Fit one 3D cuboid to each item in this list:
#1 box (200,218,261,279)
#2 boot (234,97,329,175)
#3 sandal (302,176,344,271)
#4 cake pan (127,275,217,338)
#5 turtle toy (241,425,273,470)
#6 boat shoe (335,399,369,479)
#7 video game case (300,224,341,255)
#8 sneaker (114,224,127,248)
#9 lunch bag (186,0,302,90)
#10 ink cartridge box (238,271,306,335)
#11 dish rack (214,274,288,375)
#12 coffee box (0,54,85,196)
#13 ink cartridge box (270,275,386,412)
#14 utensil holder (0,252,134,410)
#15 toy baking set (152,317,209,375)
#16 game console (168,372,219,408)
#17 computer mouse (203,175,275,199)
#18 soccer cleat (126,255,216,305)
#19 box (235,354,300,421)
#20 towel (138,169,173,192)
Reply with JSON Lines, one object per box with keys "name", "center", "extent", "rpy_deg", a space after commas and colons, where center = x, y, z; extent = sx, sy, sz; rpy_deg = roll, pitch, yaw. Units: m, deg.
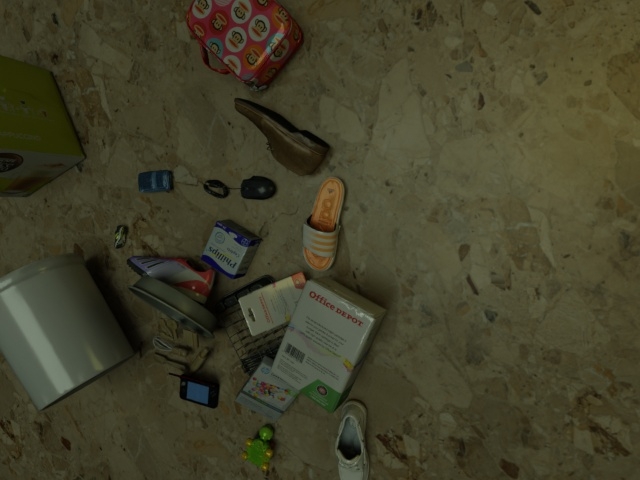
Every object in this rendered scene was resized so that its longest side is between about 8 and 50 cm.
{"name": "box", "center": [-0.268, 0.026, 1.259], "extent": [0.126, 0.072, 0.137], "rpy_deg": [30, 105, 14]}
{"name": "boot", "center": [-0.129, -0.290, 1.167], "extent": [0.305, 0.112, 0.115], "rpy_deg": [36, 116, 9]}
{"name": "sandal", "center": [-0.001, -0.044, 1.148], "extent": [0.101, 0.076, 0.265], "rpy_deg": [13, 100, 16]}
{"name": "cake pan", "center": [-0.428, 0.196, 1.246], "extent": [0.293, 0.293, 0.054], "rpy_deg": [24, 66, 14]}
{"name": "turtle toy", "center": [-0.183, 0.638, 1.301], "extent": [0.095, 0.066, 0.130], "rpy_deg": [20, 101, 15]}
{"name": "boat shoe", "center": [0.082, 0.604, 1.194], "extent": [0.098, 0.096, 0.277], "rpy_deg": [-1, 96, 18]}
{"name": "video game case", "center": [0.000, 0.000, 1.200], "extent": [0.087, 0.011, 0.122], "rpy_deg": [21, 102, 14]}
{"name": "sneaker", "center": [-0.676, -0.013, 1.414], "extent": [0.035, 0.031, 0.083], "rpy_deg": [28, 100, 27]}
{"name": "lunch bag", "center": [-0.222, -0.570, 1.152], "extent": [0.258, 0.120, 0.293], "rpy_deg": [-44, 82, 18]}
{"name": "ink cartridge box", "center": [-0.126, 0.176, 1.171], "extent": [0.198, 0.067, 0.115], "rpy_deg": [-20, 89, -25]}
{"name": "dish rack", "center": [-0.187, 0.266, 1.262], "extent": [0.208, 0.074, 0.272], "rpy_deg": [-27, 89, 20]}
{"name": "coffee box", "center": [-1.051, -0.357, 1.333], "extent": [0.334, 0.337, 0.338], "rpy_deg": [-23, 88, 19]}
{"name": "ink cartridge box", "center": [0.020, 0.260, 1.091], "extent": [0.201, 0.117, 0.278], "rpy_deg": [27, 103, 22]}
{"name": "utensil holder", "center": [-0.834, 0.288, 1.343], "extent": [0.327, 0.327, 0.386], "rpy_deg": [-33, 86, 19]}
{"name": "toy baking set", "center": [-0.459, 0.348, 1.363], "extent": [0.196, 0.030, 0.256], "rpy_deg": [38, 125, 9]}
{"name": "game console", "center": [-0.410, 0.483, 1.349], "extent": [0.143, 0.085, 0.124], "rpy_deg": [9, 99, 18]}
{"name": "computer mouse", "center": [-0.247, -0.157, 1.248], "extent": [0.242, 0.041, 0.071], "rpy_deg": [2, 98, 19]}
{"name": "soccer cleat", "center": [-0.472, 0.099, 1.331], "extent": [0.318, 0.109, 0.116], "rpy_deg": [20, 74, 22]}
{"name": "box", "center": [-0.148, 0.442, 1.245], "extent": [0.145, 0.038, 0.186], "rpy_deg": [31, 114, -8]}
{"name": "towel", "center": [-0.530, -0.189, 1.343], "extent": [0.119, 0.029, 0.067], "rpy_deg": [-2, 95, 19]}
